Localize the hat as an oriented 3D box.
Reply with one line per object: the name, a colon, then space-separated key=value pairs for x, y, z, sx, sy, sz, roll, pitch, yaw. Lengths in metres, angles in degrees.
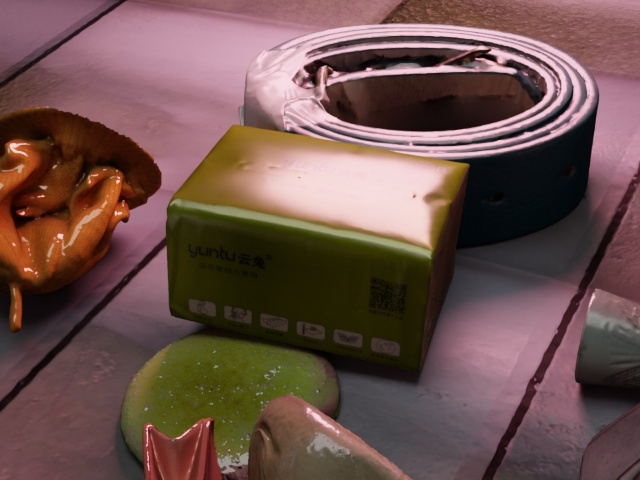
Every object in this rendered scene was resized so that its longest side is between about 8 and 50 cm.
hat: x=-0.321 y=0.008 z=1.226 sx=0.244 sy=0.233 sz=0.233 roll=16 pitch=52 yaw=-18

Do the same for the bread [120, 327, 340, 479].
bread: x=-0.092 y=0.158 z=1.077 sx=0.229 sy=0.033 sz=0.228 roll=-4 pitch=35 yaw=3

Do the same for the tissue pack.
tissue pack: x=0.000 y=0.000 z=1.137 sx=0.275 sy=0.167 sz=0.200 roll=12 pitch=33 yaw=12

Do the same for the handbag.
handbag: x=-0.096 y=0.253 z=0.798 sx=0.059 sy=0.212 sz=0.157 roll=-6 pitch=37 yaw=1

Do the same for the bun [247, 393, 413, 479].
bun: x=0.001 y=0.215 z=0.895 sx=0.167 sy=0.173 sz=0.113 roll=37 pitch=77 yaw=2

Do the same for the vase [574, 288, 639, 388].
vase: x=0.362 y=0.116 z=1.019 sx=0.219 sy=0.096 sz=0.096 roll=12 pitch=40 yaw=19

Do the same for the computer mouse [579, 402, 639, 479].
computer mouse: x=0.355 y=0.171 z=0.828 sx=0.371 sy=0.122 sz=0.188 roll=-27 pitch=38 yaw=21

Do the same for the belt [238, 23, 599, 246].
belt: x=0.120 y=-0.140 z=1.327 sx=0.437 sy=0.173 sz=0.300 roll=1 pitch=40 yaw=10
